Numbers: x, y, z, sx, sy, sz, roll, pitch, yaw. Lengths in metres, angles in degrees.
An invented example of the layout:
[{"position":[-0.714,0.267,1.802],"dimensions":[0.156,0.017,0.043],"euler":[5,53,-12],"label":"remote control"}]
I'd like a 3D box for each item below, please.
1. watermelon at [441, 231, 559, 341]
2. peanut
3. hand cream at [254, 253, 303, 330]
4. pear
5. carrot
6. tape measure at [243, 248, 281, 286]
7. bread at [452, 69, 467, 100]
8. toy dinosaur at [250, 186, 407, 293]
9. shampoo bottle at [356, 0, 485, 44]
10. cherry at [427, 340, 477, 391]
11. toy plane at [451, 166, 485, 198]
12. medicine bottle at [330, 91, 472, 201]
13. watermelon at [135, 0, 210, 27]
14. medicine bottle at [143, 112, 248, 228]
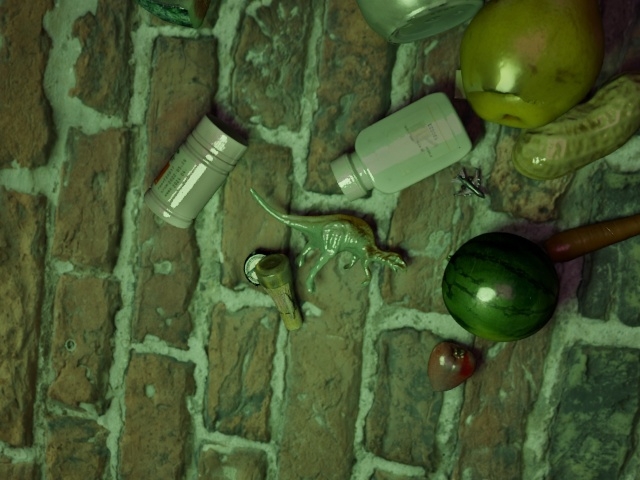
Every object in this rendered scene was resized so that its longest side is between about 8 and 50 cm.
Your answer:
[{"position":[0.378,0.097,1.387],"dimensions":[0.243,0.242,0.242],"euler":[1,97,10],"label":"watermelon"},{"position":[0.553,-0.237,1.369],"dimensions":[0.325,0.140,0.153],"euler":[-35,74,10],"label":"peanut"},{"position":[-0.088,0.130,1.527],"dimensions":[0.084,0.084,0.203],"euler":[-9,124,11],"label":"hand cream"},{"position":[0.408,-0.388,1.283],"dimensions":[0.285,0.285,0.336],"euler":[1,69,10],"label":"pear"},{"position":[0.624,-0.015,1.428],"dimensions":[0.336,0.069,0.069],"euler":[-18,94,5],"label":"carrot"},{"position":[-0.135,0.064,1.565],"dimensions":[0.094,0.054,0.091],"euler":[-9,94,4],"label":"tape measure"},{"position":[0.369,-0.338,1.439],"dimensions":[0.154,0.028,0.068],"euler":[3,94,8],"label":"bread"},{"position":[0.000,0.000,1.516],"dimensions":[0.393,0.092,0.205],"euler":[41,104,3],"label":"toy dinosaur"},{"position":[0.191,-0.558,1.318],"dimensions":[0.273,0.273,0.266],"euler":[-20,90,12],"label":"shampoo bottle"},{"position":[0.295,0.283,1.505],"dimensions":[0.106,0.087,0.126],"euler":[44,120,-5],"label":"cherry"},{"position":[0.337,-0.122,1.472],"dimensions":[0.083,0.031,0.078],"euler":[40,102,3],"label":"toy plane"},{"position":[0.174,-0.196,1.452],"dimensions":[0.296,0.111,0.161],"euler":[-28,91,10],"label":"medicine bottle"},{"position":[-0.347,-0.617,1.495],"dimensions":[0.226,0.148,0.318],"euler":[-29,78,-5],"label":"watermelon"},{"position":[-0.288,-0.159,1.523],"dimensions":[0.133,0.133,0.249],"euler":[41,103,3],"label":"medicine bottle"}]
